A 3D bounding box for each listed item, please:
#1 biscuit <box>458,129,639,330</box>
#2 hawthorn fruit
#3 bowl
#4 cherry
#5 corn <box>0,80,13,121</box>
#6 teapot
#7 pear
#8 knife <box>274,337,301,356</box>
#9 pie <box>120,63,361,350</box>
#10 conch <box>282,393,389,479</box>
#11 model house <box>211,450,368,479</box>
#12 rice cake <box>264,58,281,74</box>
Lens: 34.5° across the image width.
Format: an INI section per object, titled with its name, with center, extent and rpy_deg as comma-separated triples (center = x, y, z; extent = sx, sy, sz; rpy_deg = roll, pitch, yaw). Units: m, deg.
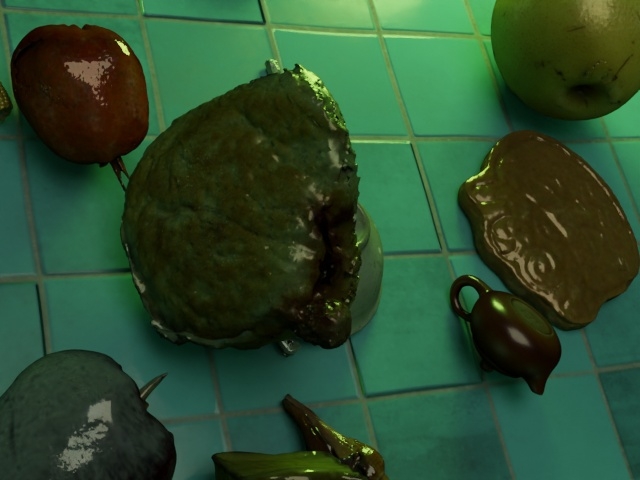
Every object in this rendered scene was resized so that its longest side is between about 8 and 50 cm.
[biscuit]
center = 0.457, -0.035, 2.023
extent = 0.365, 0.062, 0.385
rpy_deg = -38, 84, -35
[hawthorn fruit]
center = -0.362, -0.203, 1.637
extent = 0.211, 0.211, 0.299
rpy_deg = -21, 92, -33
[bowl]
center = 0.000, 0.000, 1.717
extent = 0.313, 0.146, 0.313
rpy_deg = 14, 56, -22
[cherry]
center = -0.322, 0.274, 1.384
extent = 0.296, 0.218, 0.255
rpy_deg = -36, 90, -30
[corn]
center = -0.567, -0.278, 1.651
extent = 0.067, 0.067, 0.206
rpy_deg = -34, 85, -35
[teapot]
center = 0.315, 0.165, 1.819
extent = 0.252, 0.135, 0.178
rpy_deg = 46, 17, 25
[pear]
center = 0.513, -0.416, 2.089
extent = 0.348, 0.348, 0.348
rpy_deg = 11, 60, -20
[knife]
center = -0.094, 0.123, 1.693
extent = 0.044, 0.023, 0.162
rpy_deg = -33, 81, -40
[pie]
center = -0.114, -0.041, 1.556
extent = 0.180, 0.395, 0.418
rpy_deg = 2, 84, -64
[conch]
center = 0.023, 0.336, 1.610
extent = 0.233, 0.080, 0.086
rpy_deg = 28, 15, 10
[model house]
center = -0.049, 0.426, 1.463
extent = 0.193, 0.175, 0.234
rpy_deg = 3, 88, -26
[rice cake]
center = -0.076, -0.284, 1.920
extent = 0.022, 0.021, 0.121
rpy_deg = -2, 64, -38
